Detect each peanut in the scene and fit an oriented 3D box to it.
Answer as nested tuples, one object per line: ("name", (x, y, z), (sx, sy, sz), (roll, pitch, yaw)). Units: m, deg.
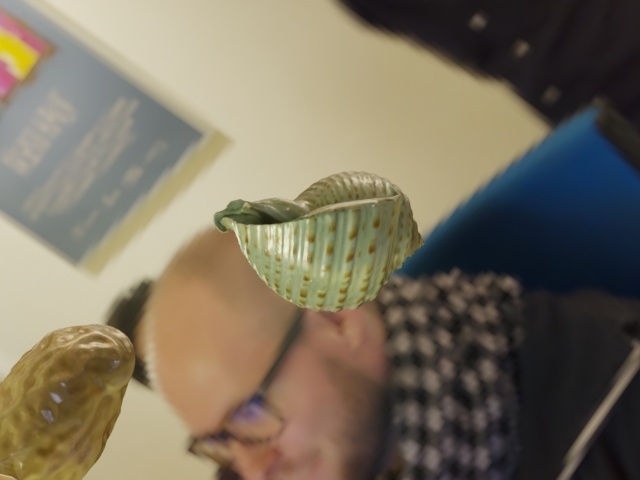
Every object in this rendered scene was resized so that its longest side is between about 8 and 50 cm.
("peanut", (-0.317, 0.204, 1.947), (0.325, 0.140, 0.153), (-41, 38, -9))

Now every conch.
("conch", (0.004, 0.009, 1.910), (0.200, 0.131, 0.172), (-14, 18, -4))

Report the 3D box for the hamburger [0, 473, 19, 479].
("hamburger", (-0.259, 0.264, 1.173), (0.294, 0.179, 0.276), (-7, 20, 22))
